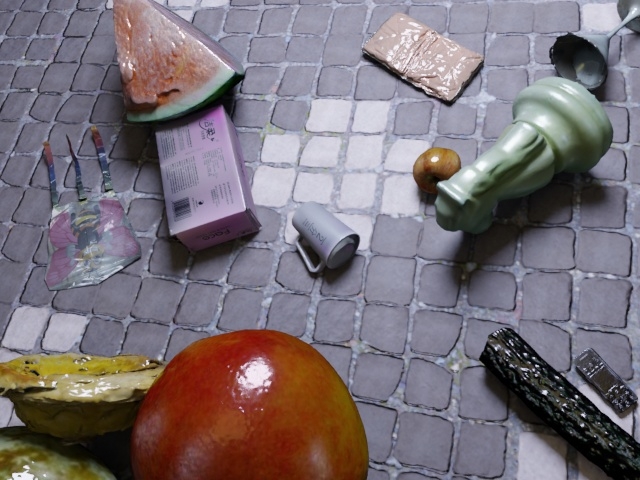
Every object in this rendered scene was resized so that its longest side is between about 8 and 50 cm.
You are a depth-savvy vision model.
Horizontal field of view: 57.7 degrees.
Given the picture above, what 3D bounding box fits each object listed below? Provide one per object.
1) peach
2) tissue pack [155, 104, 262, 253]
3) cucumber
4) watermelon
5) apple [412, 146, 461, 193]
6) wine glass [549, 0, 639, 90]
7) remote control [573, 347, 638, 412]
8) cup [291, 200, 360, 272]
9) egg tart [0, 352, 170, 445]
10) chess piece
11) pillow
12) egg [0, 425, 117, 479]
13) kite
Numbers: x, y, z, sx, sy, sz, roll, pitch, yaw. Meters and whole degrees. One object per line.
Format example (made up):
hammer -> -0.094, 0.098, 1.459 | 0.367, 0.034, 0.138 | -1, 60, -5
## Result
peach -> -0.088, 0.288, 0.772 | 0.308, 0.308, 0.332 | -14, 74, 6
tissue pack -> -0.212, -0.117, 1.092 | 0.149, 0.092, 0.246 | -18, 63, 5
cucumber -> 0.352, 0.242, 0.813 | 0.072, 0.072, 0.300 | -43, 64, -9
watermelon -> -0.327, -0.350, 1.177 | 0.319, 0.292, 0.222 | 34, 100, -8
apple -> 0.204, -0.123, 1.013 | 0.084, 0.083, 0.071 | 2, 40, 13
wine glass -> 0.517, -0.367, 1.038 | 0.183, 0.122, 0.122 | -41, 64, -10
remote control -> 0.415, 0.204, 0.849 | 0.039, 0.014, 0.096 | -36, 64, -5
cup -> 0.000, 0.000, 1.012 | 0.116, 0.074, 0.104 | 42, 109, 29
egg tart -> -0.360, 0.234, 0.877 | 0.291, 0.291, 0.106 | 0, 86, 13
chess piece -> 0.301, -0.112, 0.931 | 0.298, 0.175, 0.176 | -39, 64, -9
pillow -> 0.199, -0.367, 1.148 | 0.233, 0.043, 0.126 | 38, 83, 22
egg -> -0.423, 0.392, 0.827 | 0.290, 0.238, 0.238 | 16, 68, -6
kite -> -0.474, -0.072, 1.171 | 0.204, 0.022, 0.360 | -19, 67, 4
